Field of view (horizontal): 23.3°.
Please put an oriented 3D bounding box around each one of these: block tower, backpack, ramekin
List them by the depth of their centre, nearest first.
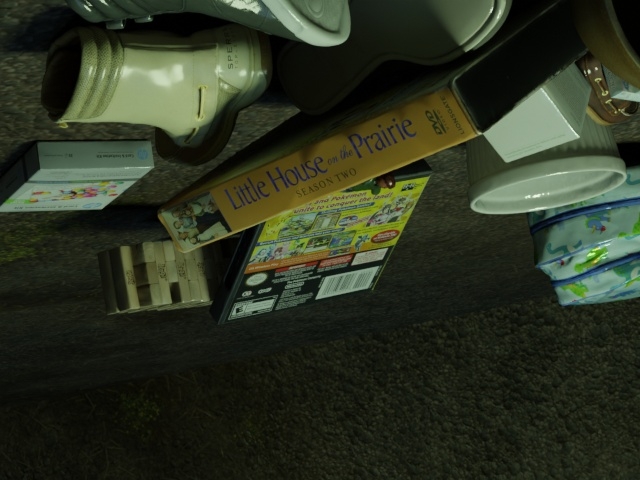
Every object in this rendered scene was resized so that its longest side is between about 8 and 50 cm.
[{"bbox_3d":[0.285,-0.112,2.013,0.207,0.109,0.207,-9,168,-2],"label":"ramekin"},{"bbox_3d":[-0.149,0.046,2.211,0.335,0.097,0.091,-5,174,-42],"label":"block tower"},{"bbox_3d":[0.479,-0.022,2.347,0.355,0.273,0.290,15,163,-35],"label":"backpack"}]

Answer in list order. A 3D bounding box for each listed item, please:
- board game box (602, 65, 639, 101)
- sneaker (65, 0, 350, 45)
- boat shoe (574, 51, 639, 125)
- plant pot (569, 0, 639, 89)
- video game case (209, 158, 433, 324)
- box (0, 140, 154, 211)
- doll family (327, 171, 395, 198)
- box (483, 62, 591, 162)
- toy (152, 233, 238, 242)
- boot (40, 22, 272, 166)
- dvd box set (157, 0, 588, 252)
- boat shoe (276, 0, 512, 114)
[{"bbox_3d":[0.338,-0.196,1.694,0.090,0.090,0.020,3,159,-45],"label":"board game box"},{"bbox_3d":[-0.099,-0.216,1.254,0.147,0.104,0.296,-14,162,31],"label":"sneaker"},{"bbox_3d":[0.334,-0.182,1.803,0.073,0.073,0.207,-14,168,30],"label":"boat shoe"},{"bbox_3d":[0.312,-0.217,1.322,0.237,0.237,0.254,-8,-177,-8],"label":"plant pot"},{"bbox_3d":[0.000,0.000,2.141,0.275,0.035,0.248,-11,142,-35],"label":"video game case"},{"bbox_3d":[-0.305,-0.078,1.894,0.145,0.038,0.186,-2,168,-29],"label":"box"},{"bbox_3d":[0.041,-0.110,1.926,0.111,0.076,0.193,-8,166,15],"label":"doll family"},{"bbox_3d":[0.225,-0.159,1.696,0.101,0.087,0.102,-18,126,37],"label":"box"},{"bbox_3d":[-0.143,-0.032,2.197,0.137,0.056,0.237,-6,173,-33],"label":"toy"},{"bbox_3d":[-0.180,-0.141,1.538,0.203,0.095,0.262,-5,166,-24],"label":"boot"},{"bbox_3d":[0.066,-0.125,1.569,0.420,0.062,0.307,-21,-168,43],"label":"dvd box set"},{"bbox_3d":[0.077,-0.209,1.442,0.095,0.112,0.335,-36,-171,-34],"label":"boat shoe"}]
